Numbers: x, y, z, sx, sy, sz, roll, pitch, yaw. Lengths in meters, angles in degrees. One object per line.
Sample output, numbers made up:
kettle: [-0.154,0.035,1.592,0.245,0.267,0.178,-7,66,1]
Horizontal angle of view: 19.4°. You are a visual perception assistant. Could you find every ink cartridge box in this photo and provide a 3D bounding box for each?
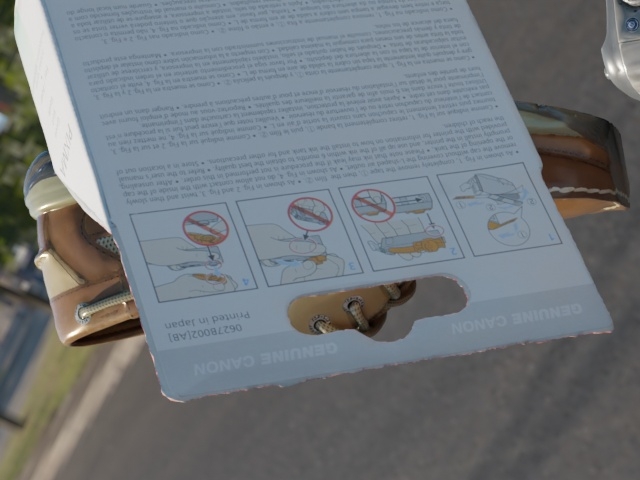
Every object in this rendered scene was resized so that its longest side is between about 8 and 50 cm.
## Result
ink cartridge box: [-0.009,-0.031,0.741,0.056,0.181,0.225,109,147,-52]

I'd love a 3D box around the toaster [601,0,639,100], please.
toaster: [0.283,-0.152,1.229,0.227,0.146,0.129,10,-105,-59]

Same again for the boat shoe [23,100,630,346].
boat shoe: [0.000,0.000,0.973,0.122,0.324,0.120,18,-112,-67]
